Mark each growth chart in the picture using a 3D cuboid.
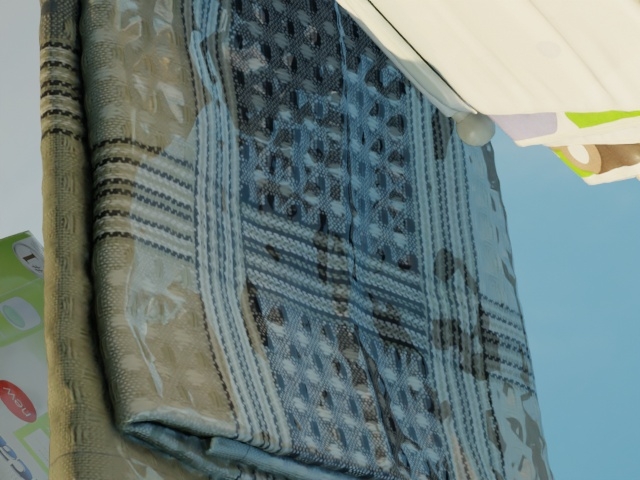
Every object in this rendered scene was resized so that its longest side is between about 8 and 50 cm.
[{"bbox_3d":[0.070,-0.070,0.656,0.021,0.172,0.237,-49,-155,-15],"label":"growth chart"}]

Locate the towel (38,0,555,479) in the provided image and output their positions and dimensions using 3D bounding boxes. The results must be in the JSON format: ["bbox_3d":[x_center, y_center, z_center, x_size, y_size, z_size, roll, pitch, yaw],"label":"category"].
[{"bbox_3d":[0.000,0.000,0.843,0.056,0.312,0.324,-18,-118,29],"label":"towel"}]

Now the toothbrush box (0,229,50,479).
[{"bbox_3d":[-0.195,0.123,1.156,0.122,0.206,0.283,-41,176,16],"label":"toothbrush box"}]
